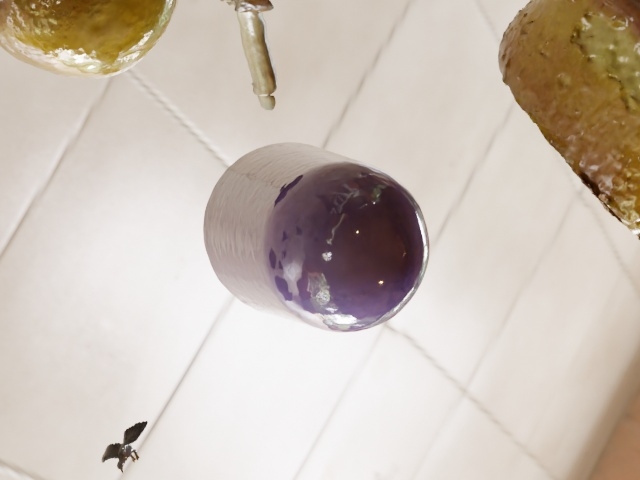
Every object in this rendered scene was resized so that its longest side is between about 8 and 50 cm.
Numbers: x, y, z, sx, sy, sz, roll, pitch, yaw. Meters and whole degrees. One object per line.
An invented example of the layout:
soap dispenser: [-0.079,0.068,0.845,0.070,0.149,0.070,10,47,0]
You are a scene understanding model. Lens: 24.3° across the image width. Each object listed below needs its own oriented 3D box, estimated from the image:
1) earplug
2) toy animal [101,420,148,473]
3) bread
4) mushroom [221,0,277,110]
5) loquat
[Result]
earplug: [0.000,0.000,1.620,0.215,0.215,0.456,-63,-169,-1]
toy animal: [-0.219,0.239,1.666,0.028,0.050,0.084,15,135,-39]
bread: [0.360,-0.152,1.512,0.215,0.398,0.398,-46,157,22]
mushroom: [-0.054,-0.191,1.327,0.187,0.061,0.060,77,4,-54]
loquat: [-0.332,-0.345,1.997,0.276,0.276,0.284,-64,170,1]
